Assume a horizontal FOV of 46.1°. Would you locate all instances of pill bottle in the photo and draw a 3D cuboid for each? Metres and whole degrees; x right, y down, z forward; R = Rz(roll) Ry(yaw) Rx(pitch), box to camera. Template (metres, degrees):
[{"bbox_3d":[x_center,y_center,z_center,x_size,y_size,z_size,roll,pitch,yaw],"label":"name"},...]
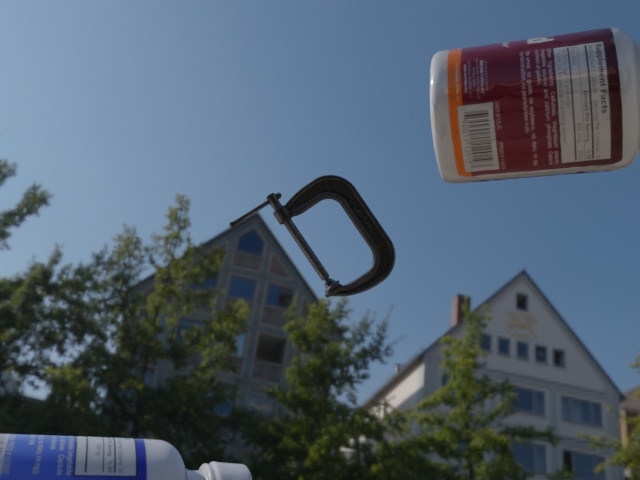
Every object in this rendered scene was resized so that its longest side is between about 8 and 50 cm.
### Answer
[{"bbox_3d":[0.384,-0.216,1.206,0.391,0.224,0.224,-4,-31,16],"label":"pill bottle"},{"bbox_3d":[-0.198,0.244,0.636,0.271,0.152,0.152,8,-28,-18],"label":"pill bottle"}]

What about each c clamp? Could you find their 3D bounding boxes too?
[{"bbox_3d":[0.000,0.000,0.849,0.161,0.137,0.022,50,-5,6],"label":"c clamp"}]
